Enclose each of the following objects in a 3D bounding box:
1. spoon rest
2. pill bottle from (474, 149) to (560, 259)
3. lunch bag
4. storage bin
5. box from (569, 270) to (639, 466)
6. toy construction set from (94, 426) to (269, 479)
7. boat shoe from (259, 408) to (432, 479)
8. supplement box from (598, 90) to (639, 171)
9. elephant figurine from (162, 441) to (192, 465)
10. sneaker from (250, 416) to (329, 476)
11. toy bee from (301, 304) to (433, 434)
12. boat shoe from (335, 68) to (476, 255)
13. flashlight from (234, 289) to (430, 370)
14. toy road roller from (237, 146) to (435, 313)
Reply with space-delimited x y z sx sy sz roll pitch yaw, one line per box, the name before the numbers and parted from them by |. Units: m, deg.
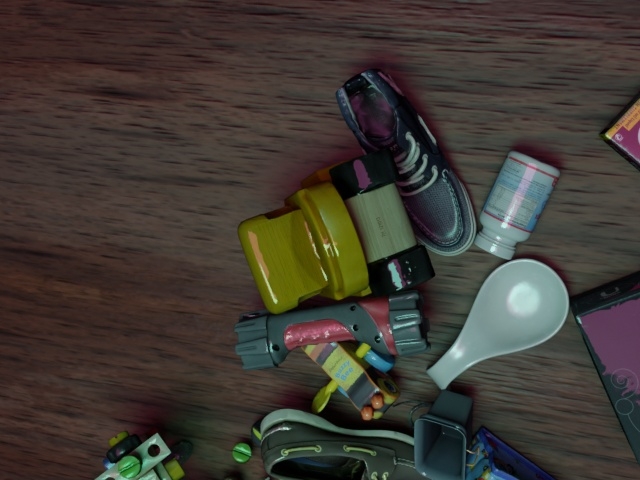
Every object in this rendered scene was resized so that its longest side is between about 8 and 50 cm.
spoon rest | 0.279 0.147 1.199 0.276 0.084 0.137 -47 73 16
pill bottle | 0.306 -0.055 1.169 0.087 0.087 0.160 25 103 10
lunch bag | 0.333 0.496 1.230 0.293 0.138 0.221 32 103 -5
storage bin | 0.214 0.315 1.198 0.098 0.091 0.135 12 127 25
box | 0.509 0.193 1.120 0.165 0.143 0.271 -24 90 15
toy construction set | -0.237 0.419 1.241 0.308 0.237 0.258 -9 67 -10
boat shoe | 0.054 0.369 1.221 0.324 0.097 0.117 19 124 -17
supplement box | 0.527 -0.135 1.105 0.188 0.081 0.104 42 105 6
elephant figurine | -0.330 0.520 1.383 0.239 0.169 0.186 -16 122 0
sneaker | -0.013 0.432 1.307 0.300 0.111 0.121 39 113 12
toy bee | 0.077 0.222 1.227 0.298 0.162 0.195 19 100 11
boat shoe | 0.130 -0.118 1.168 0.127 0.158 0.341 -33 88 16
flashlight | 0.017 0.150 1.165 0.303 0.103 0.103 -12 107 14
toy road roller | 0.000 0.000 1.110 0.240 0.329 0.203 -20 92 -11
